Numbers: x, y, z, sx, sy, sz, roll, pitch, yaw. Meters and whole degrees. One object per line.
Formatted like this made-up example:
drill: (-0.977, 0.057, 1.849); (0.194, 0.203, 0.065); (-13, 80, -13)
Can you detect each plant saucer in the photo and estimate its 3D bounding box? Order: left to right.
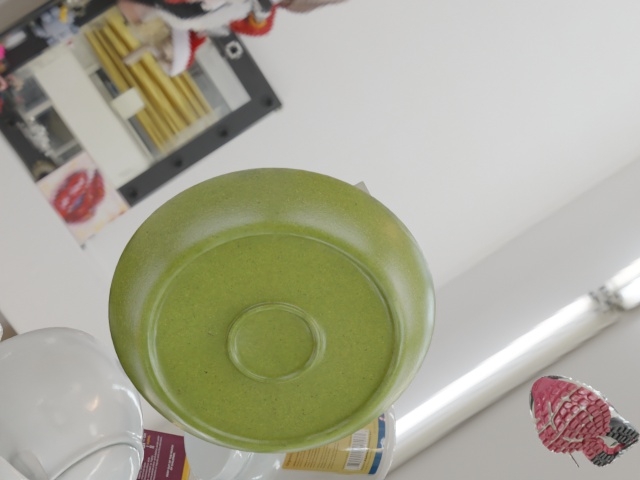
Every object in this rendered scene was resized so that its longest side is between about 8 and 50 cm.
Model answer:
plant saucer: (-0.034, 0.066, 0.624); (0.241, 0.241, 0.037); (-30, -156, 11)

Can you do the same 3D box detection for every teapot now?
teapot: (-0.278, 0.225, 0.898); (0.256, 0.187, 0.252); (-17, 140, -47)

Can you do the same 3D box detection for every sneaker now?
sneaker: (0.414, 0.287, 1.432); (0.121, 0.299, 0.112); (-43, -134, 9)

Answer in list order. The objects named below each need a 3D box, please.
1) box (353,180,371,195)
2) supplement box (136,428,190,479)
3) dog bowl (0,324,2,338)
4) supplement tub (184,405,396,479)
box: (0.000, 0.000, 1.727); (0.232, 0.126, 0.148); (-27, 176, -19)
supplement box: (-0.303, 0.327, 1.325); (0.104, 0.188, 0.080); (-23, -126, 55)
dog bowl: (-0.732, 0.135, 1.549); (0.349, 0.349, 0.102); (-15, -136, 50)
supplement tub: (-0.033, 0.206, 0.952); (0.144, 0.200, 0.144); (-26, -123, 51)
